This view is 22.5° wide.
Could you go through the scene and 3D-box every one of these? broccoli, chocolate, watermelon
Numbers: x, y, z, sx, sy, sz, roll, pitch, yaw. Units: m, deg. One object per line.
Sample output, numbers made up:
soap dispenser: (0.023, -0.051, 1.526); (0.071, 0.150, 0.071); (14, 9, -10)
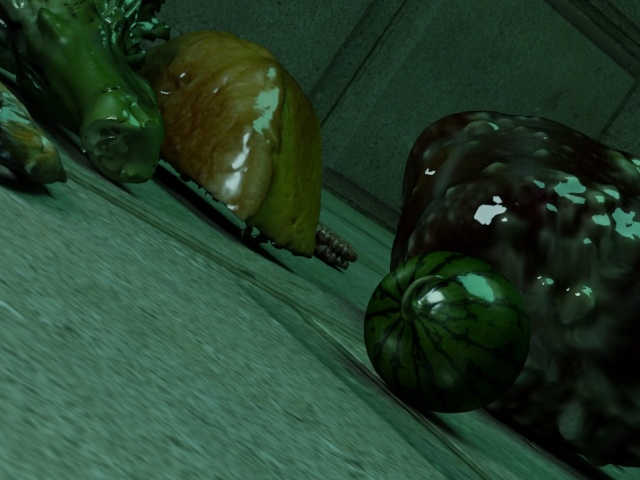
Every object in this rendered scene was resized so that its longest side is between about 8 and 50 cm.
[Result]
broccoli: (-0.165, -0.131, 1.154); (0.165, 0.145, 0.304); (27, 19, -31)
chocolate: (0.199, 0.052, 1.235); (0.340, 0.225, 0.210); (34, 16, -4)
watermelon: (0.071, 0.054, 0.950); (0.109, 0.109, 0.109); (34, 3, -2)

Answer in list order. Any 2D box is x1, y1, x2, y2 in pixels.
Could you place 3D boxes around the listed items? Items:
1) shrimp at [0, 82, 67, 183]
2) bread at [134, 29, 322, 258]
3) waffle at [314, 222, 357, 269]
shrimp: (-0.206, -0.093, 0.741); (0.169, 0.058, 0.296); (38, 1, 16)
bread: (-0.076, -0.096, 1.304); (0.129, 0.134, 0.260); (32, 4, -44)
waffle: (0.000, 0.000, 1.590); (0.075, 0.029, 0.083); (37, 2, 30)
